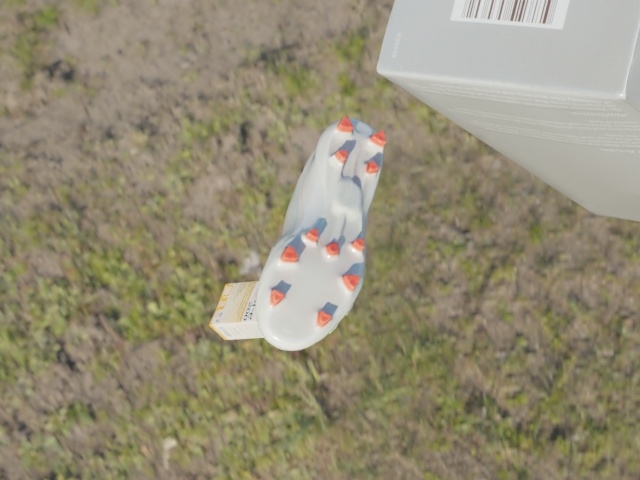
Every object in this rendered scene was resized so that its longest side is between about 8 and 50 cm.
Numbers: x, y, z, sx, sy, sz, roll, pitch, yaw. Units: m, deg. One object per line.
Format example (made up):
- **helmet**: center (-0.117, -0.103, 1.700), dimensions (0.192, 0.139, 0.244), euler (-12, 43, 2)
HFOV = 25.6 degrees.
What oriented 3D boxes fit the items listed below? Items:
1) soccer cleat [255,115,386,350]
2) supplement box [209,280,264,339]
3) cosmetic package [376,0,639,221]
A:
- **soccer cleat**: center (0.000, 0.000, 0.994), dimensions (0.068, 0.076, 0.196), euler (25, 58, -9)
- **supplement box**: center (-0.077, 0.082, 1.669), dimensions (0.098, 0.036, 0.062), euler (-7, 50, 38)
- **cosmetic package**: center (0.146, -0.078, 0.667), dimensions (0.127, 0.238, 0.107), euler (11, 84, 36)
